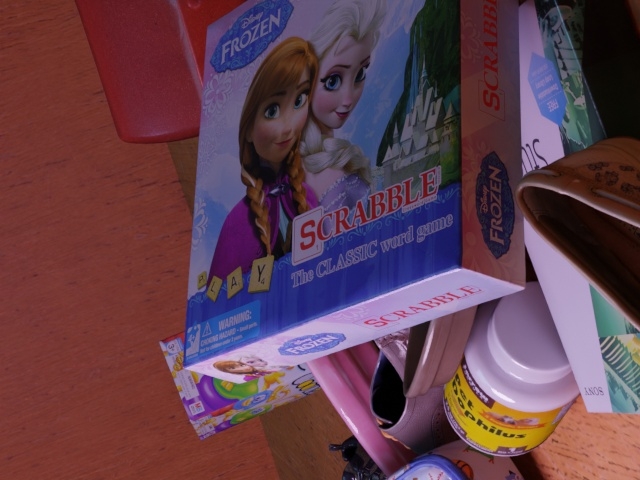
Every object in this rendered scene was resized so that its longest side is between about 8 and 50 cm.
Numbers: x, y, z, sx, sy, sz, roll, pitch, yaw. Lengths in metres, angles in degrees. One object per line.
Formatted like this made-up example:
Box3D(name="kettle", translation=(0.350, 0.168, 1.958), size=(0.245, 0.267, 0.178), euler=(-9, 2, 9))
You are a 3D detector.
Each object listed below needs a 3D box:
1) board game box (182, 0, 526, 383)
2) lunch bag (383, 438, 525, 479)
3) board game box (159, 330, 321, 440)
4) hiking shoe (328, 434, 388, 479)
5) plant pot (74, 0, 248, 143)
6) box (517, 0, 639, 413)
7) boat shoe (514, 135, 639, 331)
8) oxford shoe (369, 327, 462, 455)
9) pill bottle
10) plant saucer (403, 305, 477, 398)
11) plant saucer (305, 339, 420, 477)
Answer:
Box3D(name="board game box", translation=(0.018, -0.078, 1.092), size=(0.318, 0.066, 0.318), euler=(-24, 56, 45))
Box3D(name="lunch bag", translation=(0.144, 0.370, 1.594), size=(0.303, 0.115, 0.243), euler=(-45, 72, 44))
Box3D(name="board game box", translation=(-0.095, 0.186, 2.249), size=(0.142, 0.275, 0.144), euler=(84, 163, -70))
Box3D(name="hiking shoe", translation=(0.094, 0.361, 2.110), size=(0.227, 0.114, 0.086), euler=(-129, 22, -58))
Box3D(name="plant pot", translation=(-0.129, -0.271, 1.789), size=(0.235, 0.267, 0.267), euler=(24, 134, 57))
Box3D(name="box", translation=(0.211, -0.024, 1.080), size=(0.232, 0.058, 0.322), euler=(146, 103, -78))
Box3D(name="boat shoe", translation=(0.236, 0.043, 0.876), size=(0.285, 0.089, 0.105), euler=(44, 136, 36))
Box3D(name="oxford shoe", translation=(0.120, 0.197, 1.671), size=(0.130, 0.132, 0.364), euler=(-124, 18, -48))
Box3D(name="pill bottle", translation=(0.181, 0.115, 1.295), size=(0.215, 0.117, 0.117), euler=(96, 151, -65))
Box3D(name="plant saucer", translation=(0.122, 0.010, 1.289), size=(0.278, 0.041, 0.278), euler=(-168, 90, -90))
Box3D(name="plant saucer", translation=(0.057, 0.178, 1.866), size=(0.332, 0.084, 0.332), euler=(55, -178, -3))
